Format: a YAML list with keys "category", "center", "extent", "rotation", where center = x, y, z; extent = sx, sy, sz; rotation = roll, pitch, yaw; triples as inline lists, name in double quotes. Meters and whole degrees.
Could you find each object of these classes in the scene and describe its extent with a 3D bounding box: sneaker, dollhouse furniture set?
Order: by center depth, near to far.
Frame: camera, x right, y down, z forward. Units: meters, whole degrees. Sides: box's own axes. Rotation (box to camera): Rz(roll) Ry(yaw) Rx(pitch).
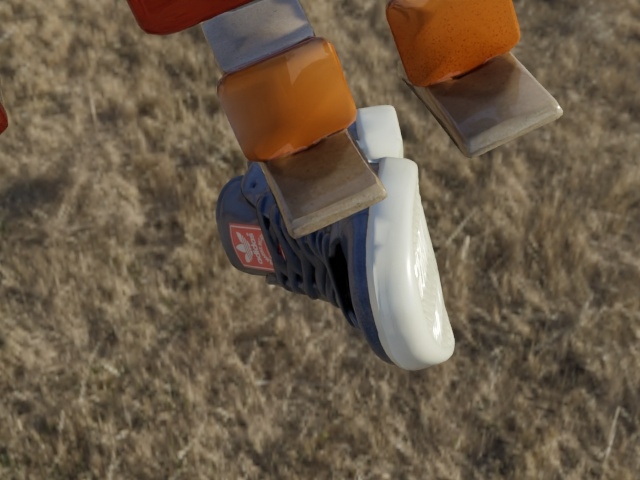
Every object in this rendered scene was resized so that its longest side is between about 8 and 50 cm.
- category: "dollhouse furniture set"
  center: [-0.053, -0.108, 0.352]
  extent: [0.259, 0.262, 0.135]
  rotation: [-24, 35, -1]
- category: "sneaker"
  center: [0.000, 0.000, 0.746]
  extent: [0.148, 0.131, 0.350]
  rotation: [-12, 17, 3]
